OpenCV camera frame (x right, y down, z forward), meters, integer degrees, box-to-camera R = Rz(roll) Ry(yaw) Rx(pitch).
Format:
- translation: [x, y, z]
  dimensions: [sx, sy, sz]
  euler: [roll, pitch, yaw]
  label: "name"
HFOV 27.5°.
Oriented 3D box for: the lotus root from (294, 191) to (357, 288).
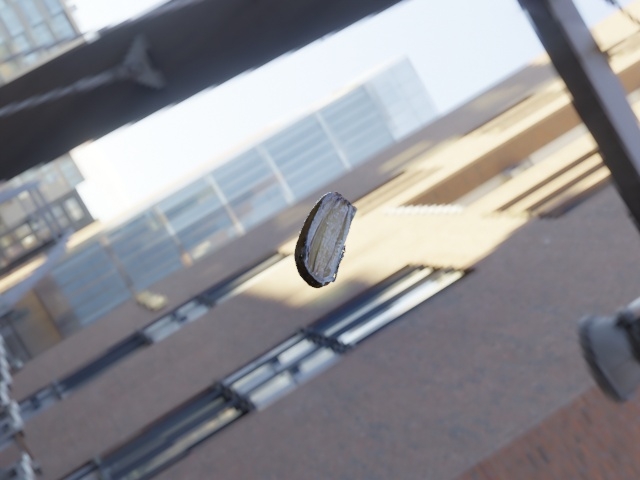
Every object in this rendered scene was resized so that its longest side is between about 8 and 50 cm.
- translation: [-0.001, 0.001, 1.032]
  dimensions: [0.037, 0.083, 0.030]
  euler: [32, -35, -19]
  label: "lotus root"
